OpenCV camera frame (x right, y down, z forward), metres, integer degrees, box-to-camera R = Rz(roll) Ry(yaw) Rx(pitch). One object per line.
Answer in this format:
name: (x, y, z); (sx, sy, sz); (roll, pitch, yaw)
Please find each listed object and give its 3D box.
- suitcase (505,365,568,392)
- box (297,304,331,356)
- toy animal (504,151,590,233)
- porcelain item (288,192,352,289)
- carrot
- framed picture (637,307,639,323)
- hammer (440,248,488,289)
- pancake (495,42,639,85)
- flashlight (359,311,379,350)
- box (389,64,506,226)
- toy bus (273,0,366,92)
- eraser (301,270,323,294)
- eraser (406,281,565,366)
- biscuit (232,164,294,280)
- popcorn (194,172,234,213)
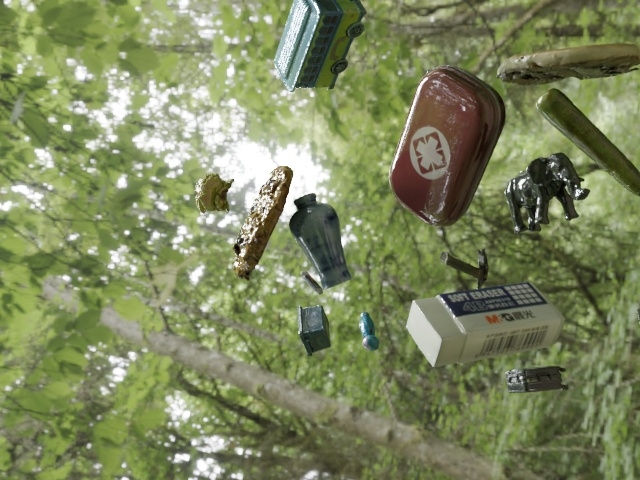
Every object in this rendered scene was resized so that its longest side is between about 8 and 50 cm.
suitcase: (0.502, 0.326, 1.700); (0.086, 0.126, 0.059); (146, 120, -66)
box: (-0.012, 0.183, 1.512); (0.099, 0.054, 0.074); (-96, -13, -52)
toy animal: (0.489, -0.104, 1.599); (0.115, 0.245, 0.146); (0, -102, -35)
porcelain item: (0.000, 0.000, 1.966); (0.141, 0.141, 0.259); (-15, -96, -65)
carrot: (0.666, -0.230, 1.765); (0.074, 0.358, 0.074); (-44, -5, -5)
framed picture: (0.736, 0.221, 1.484); (0.011, 0.142, 0.183); (54, -150, -67)
hammer: (0.360, 0.066, 1.812); (0.297, 0.027, 0.125); (17, -101, -57)
pancake: (0.666, -0.471, 1.965); (0.382, 0.382, 0.071); (-11, -79, -66)
flashlight: (0.142, 0.266, 2.127); (0.129, 0.051, 0.051); (-96, -8, -45)
box: (0.308, -0.230, 1.831); (0.108, 0.263, 0.403); (-15, -46, -39)
toy bus: (-0.006, -0.604, 2.180); (0.190, 0.152, 0.312); (-12, -31, -29)
eraser: (-0.027, 0.141, 2.423); (0.027, 0.099, 0.019); (-11, -41, -49)
eraser: (0.319, 0.159, 1.410); (0.124, 0.279, 0.081); (-121, 32, -48)
biscuit: (-0.163, -0.055, 1.973); (0.289, 0.081, 0.334); (-105, 40, -74)
popcorn: (-0.262, -0.115, 1.783); (0.109, 0.089, 0.096); (-44, -46, -40)
